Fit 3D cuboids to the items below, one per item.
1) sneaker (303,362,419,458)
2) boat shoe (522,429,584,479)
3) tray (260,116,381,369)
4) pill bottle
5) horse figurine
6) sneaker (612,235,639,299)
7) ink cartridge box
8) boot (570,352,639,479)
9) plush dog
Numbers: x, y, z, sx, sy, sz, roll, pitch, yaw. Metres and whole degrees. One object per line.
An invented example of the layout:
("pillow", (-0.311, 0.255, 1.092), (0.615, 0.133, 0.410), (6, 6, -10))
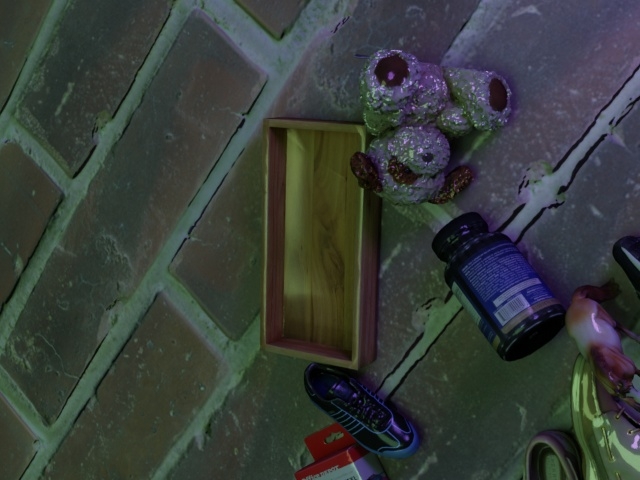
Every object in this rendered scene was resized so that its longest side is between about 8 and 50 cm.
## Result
("sneaker", (0.064, 0.289, 1.786), (0.232, 0.090, 0.081), (28, 68, 26))
("boat shoe", (0.362, 0.464, 1.592), (0.121, 0.110, 0.341), (-14, 79, 20))
("tray", (0.000, 0.000, 1.802), (0.202, 0.076, 0.411), (8, 103, 30))
("pill bottle", (0.268, 0.066, 1.606), (0.123, 0.123, 0.219), (-49, 59, 28))
("horse figurine", (0.410, 0.150, 1.477), (0.066, 0.174, 0.263), (-43, 37, 27))
("sneaker", (0.504, 0.123, 1.494), (0.283, 0.107, 0.124), (48, 125, 16))
("ink cartridge box", (0.047, 0.441, 1.841), (0.134, 0.078, 0.231), (-32, 81, 31))
("boot", (0.482, 0.286, 1.536), (0.203, 0.095, 0.262), (-8, 96, 33))
("plush dog", (0.137, -0.165, 1.626), (0.210, 0.262, 0.225), (17, 99, 63))
